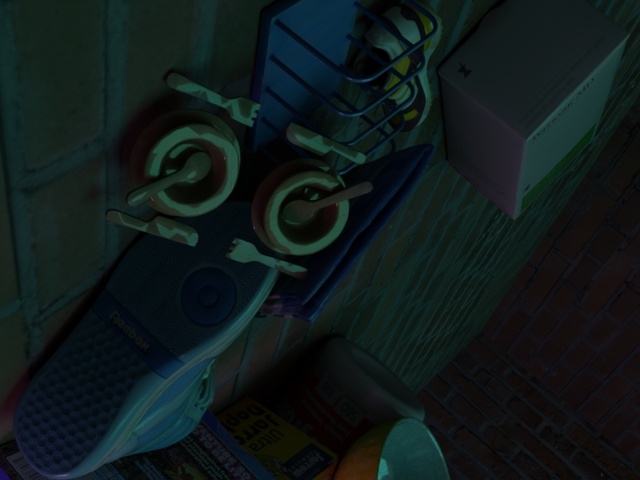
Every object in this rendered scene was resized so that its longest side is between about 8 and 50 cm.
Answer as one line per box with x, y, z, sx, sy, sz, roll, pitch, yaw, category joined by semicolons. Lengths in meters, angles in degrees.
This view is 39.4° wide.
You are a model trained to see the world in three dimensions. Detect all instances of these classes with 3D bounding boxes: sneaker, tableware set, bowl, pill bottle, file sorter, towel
0.069;-0.168;0.922;0.084;0.069;0.185;-33;153;-18;sneaker
-0.055;-0.039;0.706;0.194;0.039;0.128;19;105;-30;tableware set
0.092;0.441;1.457;0.156;0.289;0.289;-12;-179;29;bowl
-0.018;0.397;1.642;0.407;0.229;0.229;-51;163;6;pill bottle
0.017;-0.134;0.785;0.118;0.104;0.170;-38;161;-29;file sorter
-0.135;0.093;0.879;0.319;0.127;0.208;-43;164;8;sneaker
0.000;0.000;0.921;0.209;0.034;0.285;-52;-168;-16;towel

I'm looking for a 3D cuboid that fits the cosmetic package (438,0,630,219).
0.287;-0.188;1.257;0.197;0.155;0.365;-46;164;-2;cosmetic package

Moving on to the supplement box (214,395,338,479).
-0.142;0.468;1.424;0.194;0.195;0.356;-24;138;-55;supplement box

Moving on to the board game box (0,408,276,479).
-0.204;0.308;0.979;0.141;0.232;0.291;-55;162;23;board game box
